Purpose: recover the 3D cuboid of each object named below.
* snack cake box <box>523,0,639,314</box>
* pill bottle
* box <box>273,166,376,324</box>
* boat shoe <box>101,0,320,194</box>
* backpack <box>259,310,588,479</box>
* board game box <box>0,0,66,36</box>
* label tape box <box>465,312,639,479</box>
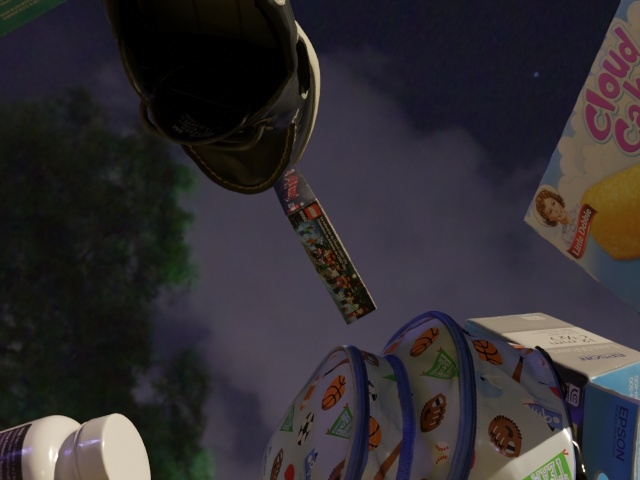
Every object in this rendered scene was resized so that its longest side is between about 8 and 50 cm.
[{"bbox_3d":[0.260,-0.076,0.708,0.152,0.089,0.264,41,-39,25],"label":"snack cake box"},{"bbox_3d":[-0.244,0.208,0.841,0.193,0.108,0.108,-19,-61,12],"label":"pill bottle"},{"bbox_3d":[0.000,0.000,1.325,0.044,0.233,0.159,-28,-74,0],"label":"box"},{"bbox_3d":[-0.068,-0.113,0.612,0.127,0.113,0.340,11,-32,3],"label":"boat shoe"},{"bbox_3d":[0.075,0.189,0.802,0.213,0.277,0.263,26,-64,-23],"label":"backpack"},{"bbox_3d":[-0.195,-0.355,0.961,0.253,0.336,0.079,-23,-53,14],"label":"board game box"},{"bbox_3d":[0.266,0.232,1.063,0.115,0.347,0.249,-3,-82,-17],"label":"label tape box"}]
